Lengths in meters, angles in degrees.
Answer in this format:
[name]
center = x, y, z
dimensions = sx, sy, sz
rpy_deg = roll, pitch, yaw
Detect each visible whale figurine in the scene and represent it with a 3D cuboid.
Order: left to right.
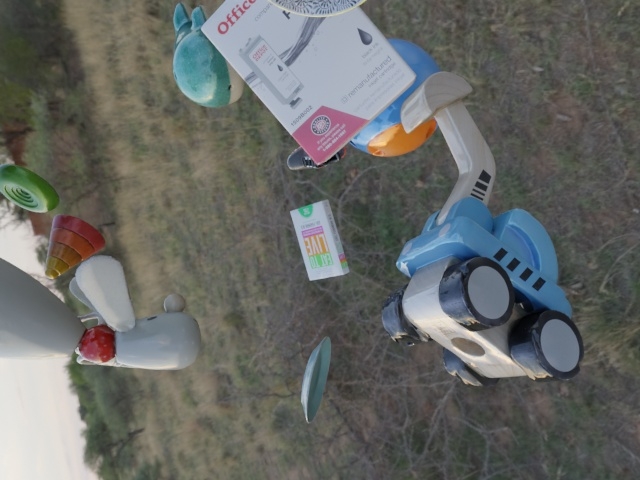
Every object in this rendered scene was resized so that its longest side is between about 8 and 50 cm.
[whale figurine]
center = -0.275, -0.410, 1.168
dimensions = 0.272, 0.141, 0.216
rpy_deg = 54, 155, 26

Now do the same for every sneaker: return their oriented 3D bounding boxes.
[sneaker]
center = -0.016, -0.208, 1.333
dimensions = 0.065, 0.158, 0.061
rpy_deg = -72, -37, -54

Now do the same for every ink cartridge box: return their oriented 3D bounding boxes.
[ink cartridge box]
center = -0.016, -0.294, 0.841
dimensions = 0.283, 0.207, 0.117
rpy_deg = 48, -164, -4

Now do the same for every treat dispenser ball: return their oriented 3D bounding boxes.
[treat dispenser ball]
center = 0.170, -0.357, 1.337
dimensions = 0.288, 0.288, 0.288
rpy_deg = 39, 135, 53

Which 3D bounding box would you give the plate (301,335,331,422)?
[plate]
center = -0.012, 0.299, 1.153
dimensions = 0.188, 0.024, 0.188
rpy_deg = 11, -90, -77

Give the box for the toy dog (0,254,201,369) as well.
[toy dog]
center = -0.314, 0.060, 0.622
dimensions = 0.220, 0.333, 0.161
rpy_deg = -11, 69, 45

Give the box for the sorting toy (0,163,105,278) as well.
[sorting toy]
center = -0.591, -0.048, 1.047
dimensions = 0.127, 0.126, 0.365
rpy_deg = 0, 142, 26

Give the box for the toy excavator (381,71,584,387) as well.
[toy excavator]
center = 0.268, -0.026, 0.938
dimensions = 0.433, 0.445, 0.222
rpy_deg = 36, 150, -10

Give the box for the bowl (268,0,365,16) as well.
[bowl]
center = -0.007, -0.341, 0.578
dimensions = 0.170, 0.170, 0.080
rpy_deg = 127, 153, -59

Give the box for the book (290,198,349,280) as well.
[book]
center = 0.000, 0.000, 1.028
dimensions = 0.096, 0.035, 0.144
rpy_deg = -14, 94, 49
